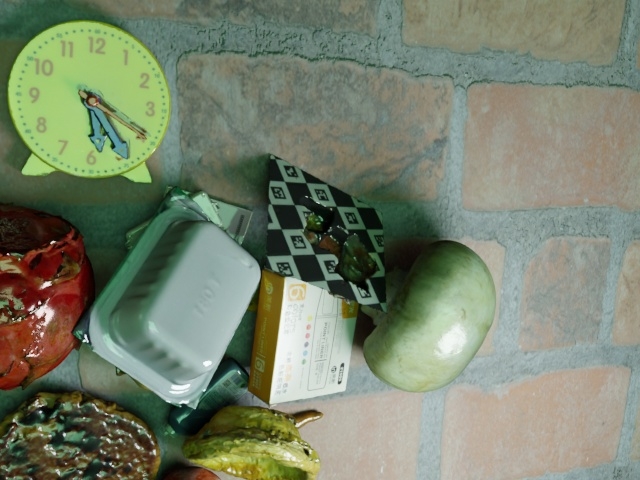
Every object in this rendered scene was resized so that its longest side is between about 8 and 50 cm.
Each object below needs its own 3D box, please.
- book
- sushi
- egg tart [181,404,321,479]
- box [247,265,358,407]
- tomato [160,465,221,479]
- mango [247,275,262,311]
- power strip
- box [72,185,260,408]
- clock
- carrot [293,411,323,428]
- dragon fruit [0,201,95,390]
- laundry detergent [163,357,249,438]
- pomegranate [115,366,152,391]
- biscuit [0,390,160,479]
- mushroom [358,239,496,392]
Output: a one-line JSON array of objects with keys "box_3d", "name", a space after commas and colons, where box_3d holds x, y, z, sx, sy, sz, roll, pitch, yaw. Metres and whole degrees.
[{"box_3d": [-0.240, -0.026, 1.251, 0.181, 0.014, 0.127, 17, 93, -22], "name": "book"}, {"box_3d": [0.000, 0.000, 1.258, 0.292, 0.294, 0.059, 25, 135, -24], "name": "sushi"}, {"box_3d": [-0.135, 0.407, 1.251, 0.293, 0.294, 0.123, 24, 56, -23], "name": "egg tart"}, {"box_3d": [-0.032, 0.190, 1.302, 0.220, 0.091, 0.274, -1, 102, -40], "name": "box"}, {"box_3d": [-0.274, 0.543, 1.276, 0.167, 0.167, 0.168, -4, 102, -20], "name": "tomato"}, {"box_3d": [-0.130, 0.110, 1.299, 0.114, 0.057, 0.079, 5, 92, -31], "name": "mango"}, {"box_3d": [-0.284, -0.023, 1.208, 0.192, 0.035, 0.082, -32, 110, -12], "name": "power strip"}, {"box_3d": [-0.226, 0.097, 1.101, 0.264, 0.106, 0.337, 43, 51, -26], "name": "box"}, {"box_3d": [-0.409, -0.245, 1.112, 0.276, 0.071, 0.294, -4, 102, -20], "name": "clock"}, {"box_3d": [-0.068, 0.414, 1.392, 0.165, 0.035, 0.036, -14, 105, -18], "name": "carrot"}, {"box_3d": [-0.521, 0.092, 1.017, 0.295, 0.295, 0.302, 19, 95, -23], "name": "dragon fruit"}, {"box_3d": [-0.239, 0.338, 1.290, 0.206, 0.061, 0.097, -40, 142, -9], "name": "laundry detergent"}, {"box_3d": [-0.313, 0.199, 1.188, 0.196, 0.196, 0.196, -4, 102, -20], "name": "pomegranate"}, {"box_3d": [-0.486, 0.437, 1.216, 0.334, 0.081, 0.289, 42, 84, -27], "name": "biscuit"}, {"box_3d": [0.228, 0.160, 1.330, 0.260, 0.352, 0.352, 35, 86, 20], "name": "mushroom"}]
